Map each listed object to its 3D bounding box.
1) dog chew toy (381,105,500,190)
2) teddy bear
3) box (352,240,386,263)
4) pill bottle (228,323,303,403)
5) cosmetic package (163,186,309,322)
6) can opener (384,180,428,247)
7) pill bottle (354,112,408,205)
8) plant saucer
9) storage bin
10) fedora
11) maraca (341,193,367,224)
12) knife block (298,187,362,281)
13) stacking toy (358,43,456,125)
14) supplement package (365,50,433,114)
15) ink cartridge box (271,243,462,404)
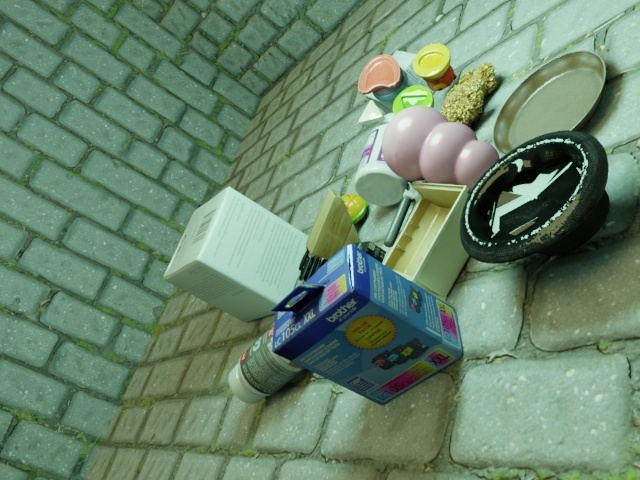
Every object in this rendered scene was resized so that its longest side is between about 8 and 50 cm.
[{"bbox_3d":[0.327,-0.233,1.505,0.332,0.207,0.206,29,86,35],"label":"dog chew toy"},{"bbox_3d":[0.408,-0.396,1.704,0.338,0.113,0.245,-54,22,6],"label":"teddy bear"},{"bbox_3d":[0.119,0.040,1.477,0.083,0.062,0.052,-10,53,60],"label":"box"},{"bbox_3d":[-0.154,0.380,1.759,0.283,0.161,0.161,-44,27,27],"label":"pill bottle"},{"bbox_3d":[-0.315,0.069,2.160,0.327,0.394,0.329,-25,39,50],"label":"cosmetic package"},{"bbox_3d":[0.268,-0.091,1.670,0.093,0.074,0.280,89,-156,-68],"label":"can opener"},{"bbox_3d":[0.220,-0.271,1.831,0.169,0.169,0.301,-30,32,47],"label":"pill bottle"},{"bbox_3d":[0.566,-0.325,1.391,0.310,0.050,0.310,-44,26,29],"label":"plant saucer"},{"bbox_3d":[0.274,-0.006,1.465,0.262,0.123,0.260,-60,24,-5],"label":"storage bin"},{"bbox_3d":[0.452,-0.060,1.150,0.334,0.153,0.334,-43,27,29],"label":"fedora"},{"bbox_3d":[0.080,-0.099,1.955,0.186,0.099,0.127,-19,41,28],"label":"maraca"},{"bbox_3d":[0.000,0.000,1.851,0.242,0.275,0.088,-26,26,-3],"label":"knife block"},{"bbox_3d":[0.281,-0.477,1.853,0.309,0.130,0.279,3,72,33],"label":"stacking toy"},{"bbox_3d":[0.300,-0.559,2.059,0.203,0.149,0.194,-53,24,10],"label":"supplement package"},{"bbox_3d":[0.079,0.186,1.262,0.270,0.396,0.151,-43,28,31],"label":"ink cartridge box"}]
